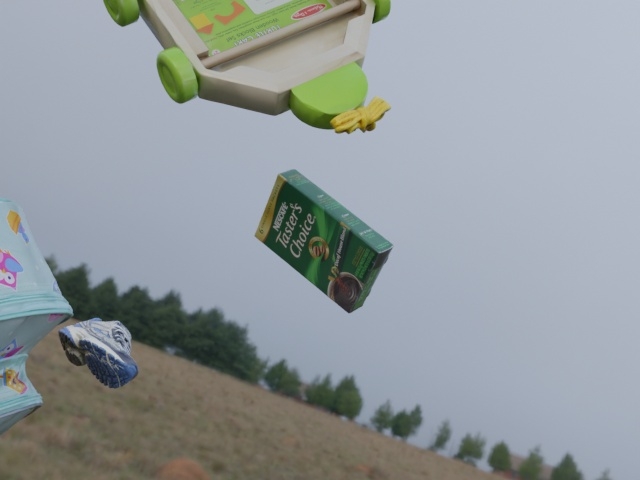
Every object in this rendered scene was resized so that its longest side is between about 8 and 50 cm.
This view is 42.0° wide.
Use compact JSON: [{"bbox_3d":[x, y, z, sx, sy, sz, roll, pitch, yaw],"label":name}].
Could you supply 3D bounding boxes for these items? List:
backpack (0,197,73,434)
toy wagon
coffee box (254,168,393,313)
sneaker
[{"bbox_3d":[-0.238,0.058,0.469,0.144,0.188,0.166,59,27,12],"label":"backpack"},{"bbox_3d":[-0.056,-0.227,0.886,0.344,0.267,0.068,54,-24,19],"label":"toy wagon"},{"bbox_3d":[0.000,0.000,1.117,0.184,0.113,0.040,40,36,21],"label":"coffee box"},{"bbox_3d":[-0.218,0.106,0.856,0.135,0.058,0.052,18,-52,47],"label":"sneaker"}]
